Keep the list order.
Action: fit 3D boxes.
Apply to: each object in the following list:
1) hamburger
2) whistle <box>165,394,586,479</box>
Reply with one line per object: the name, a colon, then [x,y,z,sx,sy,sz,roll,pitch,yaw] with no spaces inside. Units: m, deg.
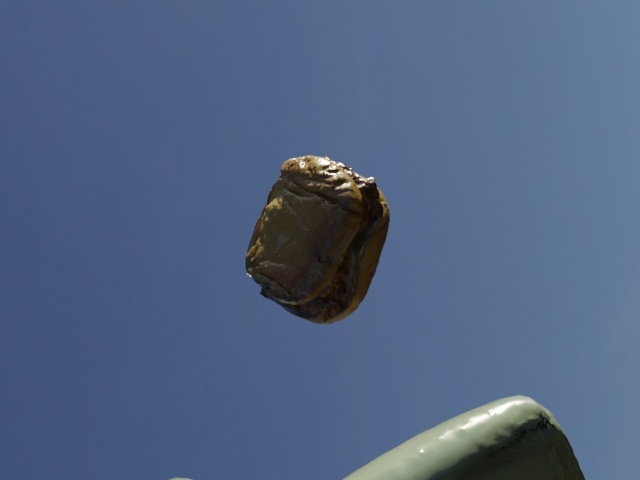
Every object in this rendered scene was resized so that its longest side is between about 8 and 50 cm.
hamburger: [0.000,0.000,0.889,0.044,0.076,0.083,22,-84,-42]
whistle: [-0.037,0.113,0.371,0.236,0.077,0.114,-33,-62,-13]
